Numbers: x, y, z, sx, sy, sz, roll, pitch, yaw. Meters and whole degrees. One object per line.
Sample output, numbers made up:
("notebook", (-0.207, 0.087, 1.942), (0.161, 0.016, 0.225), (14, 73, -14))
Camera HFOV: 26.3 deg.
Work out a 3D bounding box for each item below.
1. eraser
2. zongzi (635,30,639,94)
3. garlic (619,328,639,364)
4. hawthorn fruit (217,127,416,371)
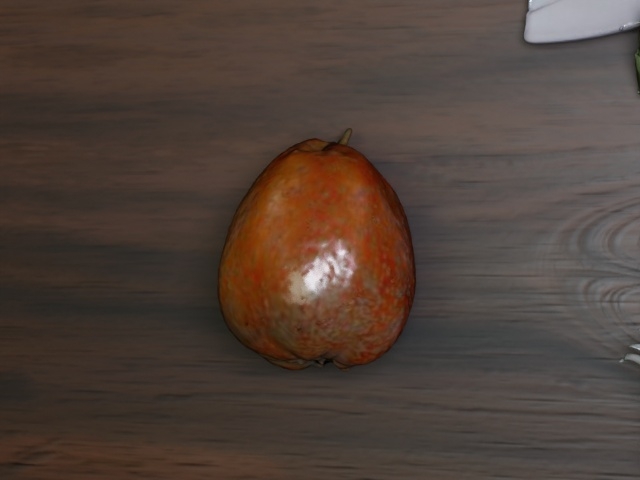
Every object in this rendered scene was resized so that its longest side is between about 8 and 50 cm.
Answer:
("eraser", (0.323, -0.290, 1.337), (0.243, 0.059, 0.204), (5, 94, 21))
("zongzi", (0.375, -0.173, 1.293), (0.154, 0.130, 0.062), (15, 65, 15))
("garlic", (0.429, 0.146, 1.245), (0.292, 0.210, 0.237), (-13, 95, 29))
("hawthorn fruit", (0.000, 0.000, 1.391), (0.210, 0.210, 0.262), (-1, 75, 18))
